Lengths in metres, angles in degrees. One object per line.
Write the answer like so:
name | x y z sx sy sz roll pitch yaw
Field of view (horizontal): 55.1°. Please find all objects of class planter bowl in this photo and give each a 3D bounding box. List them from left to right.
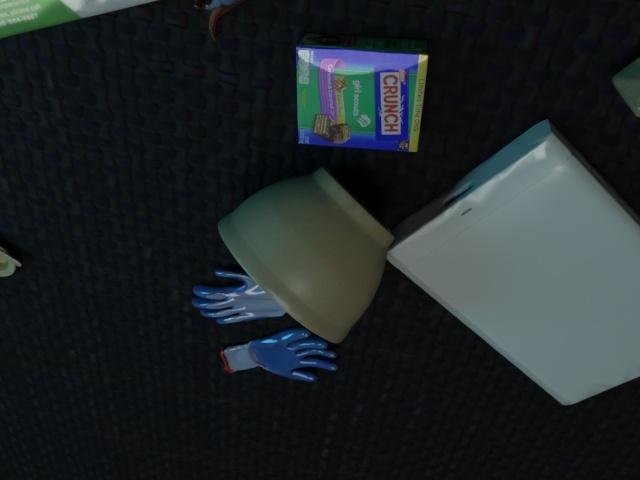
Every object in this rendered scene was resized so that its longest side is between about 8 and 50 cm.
planter bowl | 0.000 0.000 0.579 0.109 0.162 0.162 -46 112 6

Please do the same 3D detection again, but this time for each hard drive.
hard drive | 0.242 0.044 0.629 0.308 0.040 0.203 39 125 -19

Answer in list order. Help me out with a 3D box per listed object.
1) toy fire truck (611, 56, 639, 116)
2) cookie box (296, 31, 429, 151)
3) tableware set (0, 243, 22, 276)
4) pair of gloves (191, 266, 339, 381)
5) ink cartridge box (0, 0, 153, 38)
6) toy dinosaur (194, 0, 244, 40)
toy fire truck | 0.303 -0.150 0.361 0.159 0.217 0.246 5 144 6
cookie box | 0.035 -0.127 0.528 0.107 0.040 0.091 5 128 6
tableware set | -0.446 0.015 0.746 0.169 0.020 0.141 -34 116 32
pair of gloves | -0.067 0.108 0.749 0.159 0.023 0.198 -6 128 15
ink cartridge box | -0.197 -0.266 0.402 0.160 0.092 0.219 -15 127 -1
toy dinosaur | -0.062 -0.212 0.492 0.082 0.047 0.090 -7 161 5
